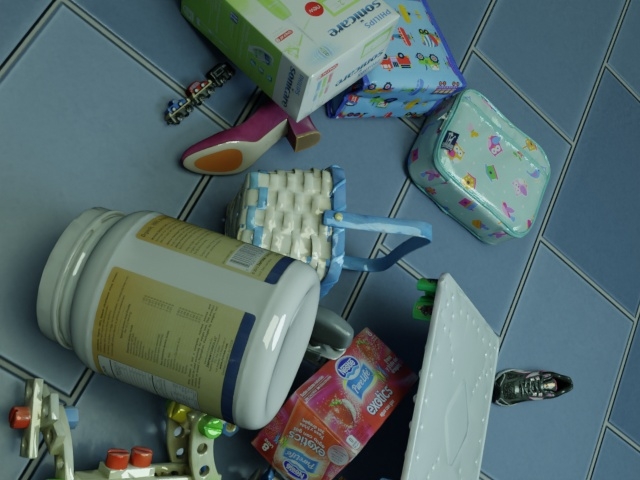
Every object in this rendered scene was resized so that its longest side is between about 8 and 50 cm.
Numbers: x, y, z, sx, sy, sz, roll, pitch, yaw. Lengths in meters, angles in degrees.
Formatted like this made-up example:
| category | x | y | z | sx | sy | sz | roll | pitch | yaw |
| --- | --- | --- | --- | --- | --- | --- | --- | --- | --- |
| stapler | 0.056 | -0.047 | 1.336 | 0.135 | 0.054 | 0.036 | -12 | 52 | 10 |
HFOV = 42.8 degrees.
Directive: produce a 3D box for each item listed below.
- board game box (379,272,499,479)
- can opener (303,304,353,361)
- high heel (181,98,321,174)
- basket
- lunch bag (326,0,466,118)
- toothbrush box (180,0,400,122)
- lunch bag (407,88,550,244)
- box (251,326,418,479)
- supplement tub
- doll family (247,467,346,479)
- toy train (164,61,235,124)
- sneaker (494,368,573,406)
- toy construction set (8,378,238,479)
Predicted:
| category | x | y | z | sx | sy | sz | roll | pitch | yaw |
| --- | --- | --- | --- | --- | --- | --- | --- | --- | --- |
| board game box | 0.201 | 0.295 | 1.336 | 0.390 | 0.050 | 0.389 | 43 | 55 | -57 |
| can opener | -0.084 | 0.103 | 1.217 | 0.280 | 0.093 | 0.074 | 17 | 34 | 7 |
| high heel | -0.126 | -0.184 | 1.336 | 0.244 | 0.082 | 0.117 | -20 | 60 | -20 |
| basket | 0.000 | 0.000 | 1.268 | 0.289 | 0.255 | 0.201 | 3 | 74 | -14 |
| lunch bag | 0.106 | -0.381 | 1.483 | 0.221 | 0.138 | 0.293 | -6 | 75 | -30 |
| toothbrush box | -0.053 | -0.361 | 1.300 | 0.206 | 0.122 | 0.283 | -39 | 77 | -26 |
| lunch bag | 0.309 | -0.147 | 1.567 | 0.279 | 0.108 | 0.224 | 39 | 63 | -21 |
| box | 0.028 | 0.252 | 1.230 | 0.122 | 0.128 | 0.257 | 44 | 30 | 9 |
| supplement tub | -0.181 | 0.093 | 1.076 | 0.316 | 0.228 | 0.228 | 19 | 67 | 11 |
| doll family | -0.023 | 0.375 | 1.259 | 0.163 | 0.118 | 0.263 | 37 | 31 | -8 |
| toy train | -0.196 | -0.239 | 1.313 | 0.036 | 0.027 | 0.158 | 48 | 60 | -12 |
| sneaker | 0.413 | 0.277 | 1.573 | 0.178 | 0.077 | 0.071 | -6 | 83 | -32 |
| toy construction set | -0.254 | 0.288 | 1.106 | 0.328 | 0.151 | 0.215 | 10 | 94 | -24 |
